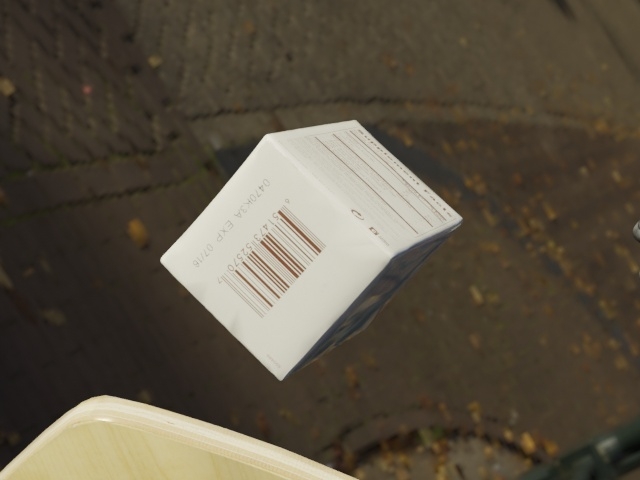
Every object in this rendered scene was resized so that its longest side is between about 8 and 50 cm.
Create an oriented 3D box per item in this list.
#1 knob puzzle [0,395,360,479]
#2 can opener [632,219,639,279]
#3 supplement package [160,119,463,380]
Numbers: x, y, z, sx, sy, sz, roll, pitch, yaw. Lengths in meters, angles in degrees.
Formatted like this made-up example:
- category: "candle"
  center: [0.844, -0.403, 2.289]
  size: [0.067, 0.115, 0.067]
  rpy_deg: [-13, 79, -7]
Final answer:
- category: "knob puzzle"
  center: [-0.022, 0.116, 0.410]
  size: [0.213, 0.213, 0.030]
  rpy_deg: [51, 27, -17]
- category: "can opener"
  center: [0.236, -0.004, 0.724]
  size: [0.073, 0.186, 0.059]
  rpy_deg: [-75, 148, -64]
- category: "supplement package"
  center: [0.000, 0.000, 0.992]
  size: [0.105, 0.105, 0.179]
  rpy_deg: [43, 17, 9]
